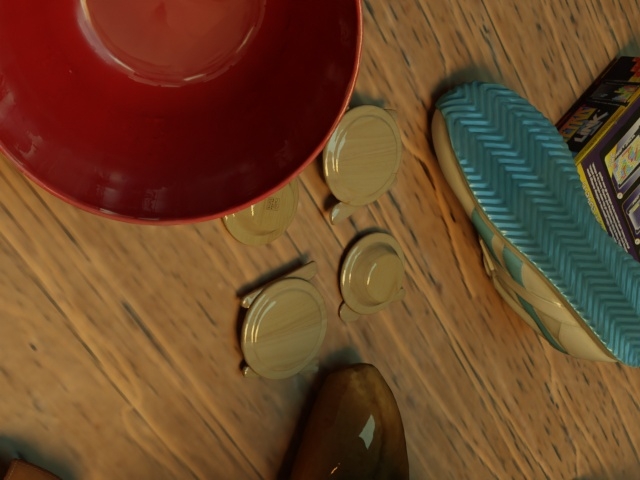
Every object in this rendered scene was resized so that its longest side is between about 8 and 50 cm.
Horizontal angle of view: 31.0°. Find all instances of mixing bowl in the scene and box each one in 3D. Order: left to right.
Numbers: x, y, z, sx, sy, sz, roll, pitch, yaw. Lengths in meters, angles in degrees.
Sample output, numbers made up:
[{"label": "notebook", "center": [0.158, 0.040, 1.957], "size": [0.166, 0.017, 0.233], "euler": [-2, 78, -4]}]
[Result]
[{"label": "mixing bowl", "center": [-0.073, -0.108, 0.549], "size": [0.181, 0.098, 0.181], "euler": [-1, 113, -3]}]

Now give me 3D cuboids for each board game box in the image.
[{"label": "board game box", "center": [0.234, -0.031, 0.887], "size": [0.141, 0.048, 0.170], "euler": [-44, 126, -22]}]

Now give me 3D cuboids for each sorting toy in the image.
[{"label": "sorting toy", "center": [-0.056, -0.143, 0.617], "size": [0.042, 0.061, 0.102], "euler": [-78, 165, -62]}]

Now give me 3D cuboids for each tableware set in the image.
[{"label": "tableware set", "center": [0.000, 0.000, 0.712], "size": [0.141, 0.020, 0.168], "euler": [-21, 115, -33]}]

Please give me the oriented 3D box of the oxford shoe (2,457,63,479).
[{"label": "oxford shoe", "center": [-0.198, 0.201, 0.571], "size": [0.076, 0.076, 0.212], "euler": [41, 73, -7]}]

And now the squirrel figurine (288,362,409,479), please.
[{"label": "squirrel figurine", "center": [0.090, 0.323, 0.631], "size": [0.281, 0.370, 0.397], "euler": [-35, 121, -30]}]

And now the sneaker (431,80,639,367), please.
[{"label": "sneaker", "center": [0.141, -0.005, 0.793], "size": [0.087, 0.092, 0.228], "euler": [-41, 105, -23]}]
